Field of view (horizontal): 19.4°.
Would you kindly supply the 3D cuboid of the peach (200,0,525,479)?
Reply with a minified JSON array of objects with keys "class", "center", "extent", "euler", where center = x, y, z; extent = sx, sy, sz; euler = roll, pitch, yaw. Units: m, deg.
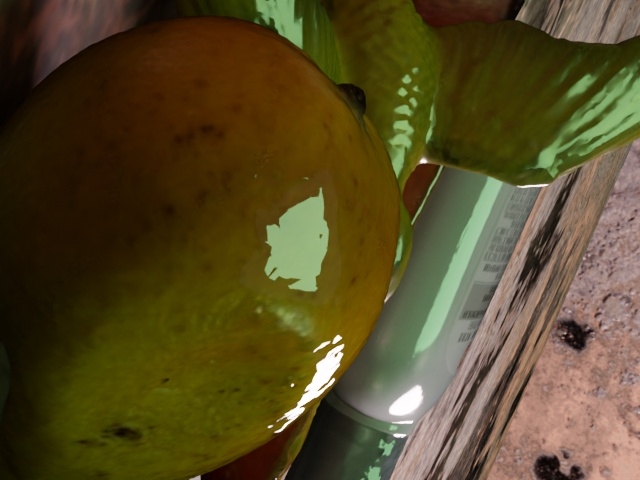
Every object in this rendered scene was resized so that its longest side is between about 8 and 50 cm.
[{"class":"peach","center":[-0.003,-0.003,0.688],"extent":[0.279,0.068,0.189],"euler":[-63,177,-20]}]

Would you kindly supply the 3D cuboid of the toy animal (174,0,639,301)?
[{"class":"toy animal","center":[0.013,-0.039,0.569],"extent":[0.219,0.095,0.155],"euler":[1,121,-35]}]

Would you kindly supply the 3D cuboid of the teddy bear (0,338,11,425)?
[{"class":"teddy bear","center":[-0.106,0.085,0.369],"extent":[0.160,0.078,0.119],"euler":[-62,165,-8]}]

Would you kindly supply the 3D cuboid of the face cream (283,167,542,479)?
[{"class":"face cream","center":[0.057,0.023,1.003],"extent":[0.291,0.071,0.144],"euler":[-67,168,9]}]

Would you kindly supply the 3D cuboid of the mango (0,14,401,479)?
[{"class":"mango","center":[-0.038,0.013,0.470],"extent":[0.115,0.089,0.165],"euler":[-14,148,-20]}]
